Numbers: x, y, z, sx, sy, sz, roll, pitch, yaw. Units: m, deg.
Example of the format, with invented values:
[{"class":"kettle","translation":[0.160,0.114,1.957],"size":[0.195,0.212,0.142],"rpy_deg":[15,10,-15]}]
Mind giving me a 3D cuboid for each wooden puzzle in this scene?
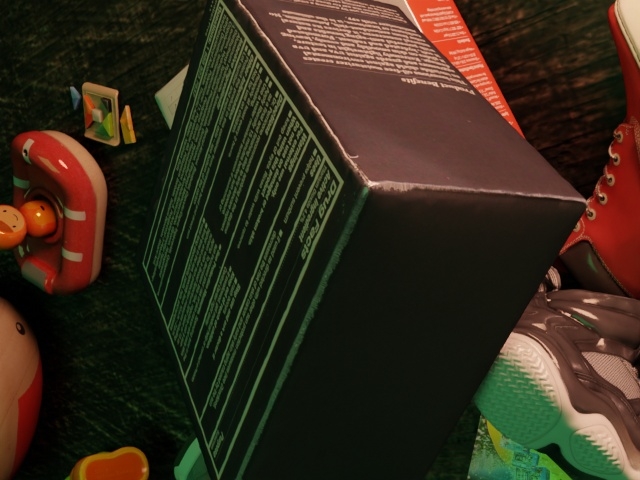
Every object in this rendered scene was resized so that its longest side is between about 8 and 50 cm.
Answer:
[{"class":"wooden puzzle","translation":[-0.285,-0.163,1.148],"size":[0.116,0.014,0.079],"rpy_deg":[11,111,36]}]

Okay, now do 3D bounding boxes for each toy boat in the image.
[{"class":"toy boat","translation":[-0.381,-0.030,1.176],"size":[0.151,0.151,0.231],"rpy_deg":[26,119,29]}]

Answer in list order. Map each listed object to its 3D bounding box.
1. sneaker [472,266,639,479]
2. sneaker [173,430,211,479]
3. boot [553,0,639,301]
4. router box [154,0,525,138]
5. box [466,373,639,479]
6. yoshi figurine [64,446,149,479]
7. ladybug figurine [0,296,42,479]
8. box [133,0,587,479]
[{"class":"sneaker","translation":[0.240,0.140,0.706],"size":[0.268,0.153,0.101],"rpy_deg":[47,141,-8]},{"class":"sneaker","translation":[-0.102,0.356,1.092],"size":[0.178,0.123,0.296],"rpy_deg":[38,132,29]},{"class":"boot","translation":[0.239,-0.062,0.719],"size":[0.176,0.088,0.244],"rpy_deg":[-19,96,42]},{"class":"router box","translation":[0.013,-0.099,0.886],"size":[0.335,0.082,0.301],"rpy_deg":[-29,85,40]},{"class":"box","translation":[0.252,0.194,0.786],"size":[0.233,0.044,0.159],"rpy_deg":[15,96,35]},{"class":"yoshi figurine","translation":[-0.326,0.432,1.277],"size":[0.203,0.203,0.362],"rpy_deg":[44,132,-4]},{"class":"ladybug figurine","translation":[-0.559,0.251,1.400],"size":[0.305,0.162,0.449],"rpy_deg":[43,126,21]},{"class":"box","translation":[0.000,0.000,0.689],"size":[0.294,0.182,0.296],"rpy_deg":[61,138,45]}]
